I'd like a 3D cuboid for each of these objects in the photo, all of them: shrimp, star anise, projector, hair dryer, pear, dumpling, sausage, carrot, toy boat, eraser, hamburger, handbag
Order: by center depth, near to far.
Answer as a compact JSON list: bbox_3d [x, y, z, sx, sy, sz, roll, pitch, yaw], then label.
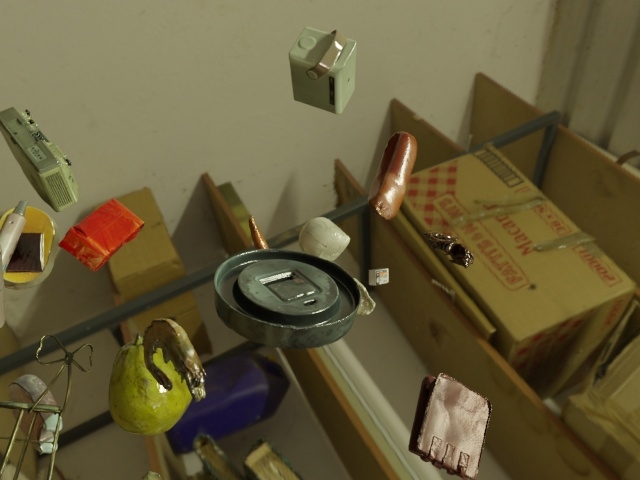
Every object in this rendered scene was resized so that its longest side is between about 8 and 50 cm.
[{"bbox_3d":[-0.596,0.028,1.054,0.220,0.054,0.195,-99,-154,-48],"label":"hair dryer"},{"bbox_3d":[-0.706,-0.197,1.425,0.269,0.088,0.193,43,-29,26],"label":"projector"},{"bbox_3d":[-0.396,0.324,1.492,0.253,0.173,0.058,62,22,15],"label":"shrimp"},{"bbox_3d":[-0.747,0.451,1.508,0.227,0.085,0.155,37,-59,29],"label":"toy boat"},{"bbox_3d":[0.197,-0.177,1.524,0.083,0.300,0.089,-11,-45,43],"label":"sausage"},{"bbox_3d":[0.392,0.023,1.701,0.177,0.073,0.234,31,9,4],"label":"star anise"},{"bbox_3d":[0.009,-0.533,1.751,0.177,0.163,0.242,21,-23,11],"label":"projector"},{"bbox_3d":[0.416,0.593,1.805,0.260,0.275,0.084,32,-31,-19],"label":"handbag"},{"bbox_3d":[-0.204,0.020,1.915,0.057,0.057,0.224,9,-59,69],"label":"carrot"},{"bbox_3d":[0.200,0.124,1.929,0.029,0.122,0.052,0,-89,27],"label":"eraser"},{"bbox_3d":[-0.592,0.493,1.938,0.287,0.288,0.375,-167,-113,-68],"label":"pear"},{"bbox_3d":[-1.041,0.022,1.965,0.151,0.227,0.295,-20,-123,57],"label":"hamburger"},{"bbox_3d":[0.098,0.201,2.167,0.258,0.147,0.193,14,-56,38],"label":"dumpling"}]

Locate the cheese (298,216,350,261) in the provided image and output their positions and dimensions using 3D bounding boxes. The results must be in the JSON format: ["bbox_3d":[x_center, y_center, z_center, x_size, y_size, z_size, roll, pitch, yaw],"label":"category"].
[{"bbox_3d":[0.000,0.000,2.378,0.189,0.198,0.154,49,3,19],"label":"cheese"}]

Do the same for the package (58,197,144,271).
[{"bbox_3d":[-0.922,-0.040,2.433,0.196,0.423,0.123,41,-60,-7],"label":"package"}]

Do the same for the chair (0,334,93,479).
[{"bbox_3d":[-0.660,0.386,1.292,0.160,0.170,0.325,35,57,-53],"label":"chair"}]

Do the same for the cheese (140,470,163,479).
[{"bbox_3d":[-0.483,0.730,1.517,0.091,0.202,0.175,-8,-47,36],"label":"cheese"}]

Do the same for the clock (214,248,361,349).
[{"bbox_3d":[-0.070,0.114,1.187,0.312,0.313,0.061,44,-48,48],"label":"clock"}]
